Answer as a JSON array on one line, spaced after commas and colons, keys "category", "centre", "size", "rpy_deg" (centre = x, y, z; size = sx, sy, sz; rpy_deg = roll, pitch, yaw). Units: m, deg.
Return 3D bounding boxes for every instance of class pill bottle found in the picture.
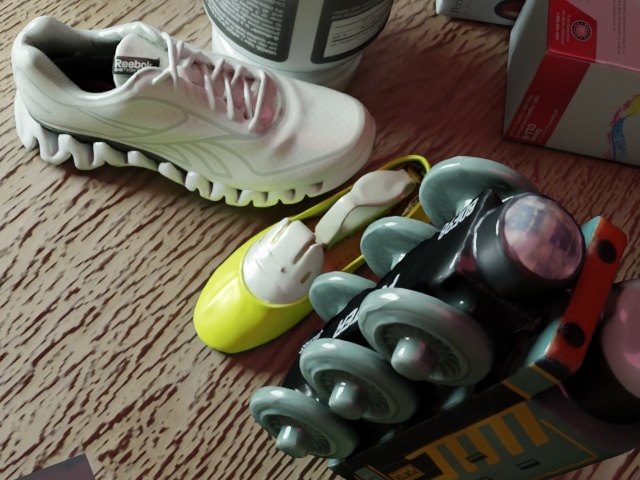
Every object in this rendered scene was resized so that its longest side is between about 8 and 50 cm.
[{"category": "pill bottle", "centre": [-0.011, -0.232, 0.868], "size": [0.162, 0.278, 0.162], "rpy_deg": [4, 61, -8]}]

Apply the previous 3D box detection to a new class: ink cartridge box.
[{"category": "ink cartridge box", "centre": [0.261, -0.153, 0.956], "size": [0.176, 0.127, 0.128], "rpy_deg": [12, 59, -3]}]

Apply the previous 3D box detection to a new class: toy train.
[{"category": "toy train", "centre": [0.088, 0.080, 0.696], "size": [0.190, 0.334, 0.142], "rpy_deg": [33, 58, -8]}]

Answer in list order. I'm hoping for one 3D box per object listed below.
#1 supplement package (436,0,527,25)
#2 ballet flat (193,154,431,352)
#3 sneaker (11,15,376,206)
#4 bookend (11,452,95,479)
[{"category": "supplement package", "centre": [0.238, -0.279, 1.018], "size": [0.244, 0.139, 0.134], "rpy_deg": [7, 59, -4]}, {"category": "ballet flat", "centre": [0.000, 0.000, 0.857], "size": [0.231, 0.077, 0.077], "rpy_deg": [-32, 72, -23]}, {"category": "sneaker", "centre": [-0.100, -0.104, 0.863], "size": [0.292, 0.118, 0.110], "rpy_deg": [8, 58, 1]}, {"category": "bookend", "centre": [-0.154, 0.198, 0.676], "size": [0.072, 0.157, 0.156], "rpy_deg": [-19, 67, -19]}]
